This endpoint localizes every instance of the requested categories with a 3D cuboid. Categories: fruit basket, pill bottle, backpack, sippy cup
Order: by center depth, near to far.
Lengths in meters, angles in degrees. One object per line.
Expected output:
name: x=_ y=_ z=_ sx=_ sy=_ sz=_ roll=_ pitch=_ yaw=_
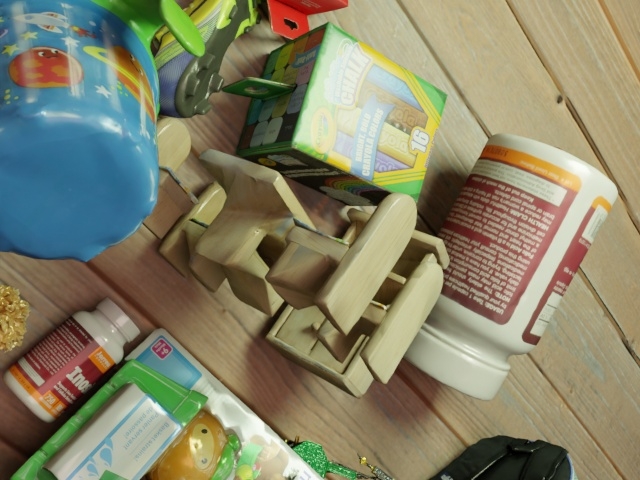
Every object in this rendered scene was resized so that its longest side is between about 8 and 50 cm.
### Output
sippy cup: x=-0.260 y=-0.106 z=0.610 sx=0.240 sy=0.224 sz=0.305 roll=3 pitch=127 yaw=-29
fruit basket: x=-0.178 y=0.329 z=0.758 sx=0.353 sy=0.165 sz=0.327 roll=42 pitch=55 yaw=2
pill bottle: x=-0.306 y=0.145 z=0.780 sx=0.152 sy=0.086 sz=0.086 roll=-44 pitch=113 yaw=-22
pill bottle: x=0.290 y=0.045 z=1.027 sx=0.224 sy=0.224 sz=0.392 roll=25 pitch=95 yaw=-30
backpack: x=0.344 y=0.486 z=1.105 sx=0.263 sy=0.276 sz=0.213 roll=-46 pitch=119 yaw=-29

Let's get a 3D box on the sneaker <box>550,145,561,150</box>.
sneaker: x=0.384 y=-0.102 z=1.202 sx=0.225 sy=0.088 sz=0.093 roll=-42 pitch=117 yaw=-13

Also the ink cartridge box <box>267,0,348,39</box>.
ink cartridge box: x=-0.022 y=-0.414 z=0.901 sx=0.134 sy=0.078 sz=0.231 roll=-17 pitch=103 yaw=-63

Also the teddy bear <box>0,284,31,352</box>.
teddy bear: x=-0.482 y=0.059 z=0.655 sx=0.245 sy=0.113 sz=0.338 roll=-44 pitch=113 yaw=-24

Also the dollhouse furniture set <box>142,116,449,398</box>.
dollhouse furniture set: x=0.000 y=0.000 z=0.819 sx=0.256 sy=0.362 sz=0.394 roll=-55 pitch=143 yaw=-18

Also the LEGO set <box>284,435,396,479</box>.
LEGO set: x=0.021 y=0.457 z=0.970 sx=0.331 sy=0.192 sz=0.255 roll=18 pitch=64 yaw=-17

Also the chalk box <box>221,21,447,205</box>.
chalk box: x=0.005 y=-0.181 z=0.902 sx=0.289 sy=0.180 sz=0.179 roll=22 pitch=81 yaw=-32

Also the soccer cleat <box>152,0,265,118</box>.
soccer cleat: x=-0.164 y=-0.292 z=0.846 sx=0.093 sy=0.121 sz=0.289 roll=78 pitch=31 yaw=-61
